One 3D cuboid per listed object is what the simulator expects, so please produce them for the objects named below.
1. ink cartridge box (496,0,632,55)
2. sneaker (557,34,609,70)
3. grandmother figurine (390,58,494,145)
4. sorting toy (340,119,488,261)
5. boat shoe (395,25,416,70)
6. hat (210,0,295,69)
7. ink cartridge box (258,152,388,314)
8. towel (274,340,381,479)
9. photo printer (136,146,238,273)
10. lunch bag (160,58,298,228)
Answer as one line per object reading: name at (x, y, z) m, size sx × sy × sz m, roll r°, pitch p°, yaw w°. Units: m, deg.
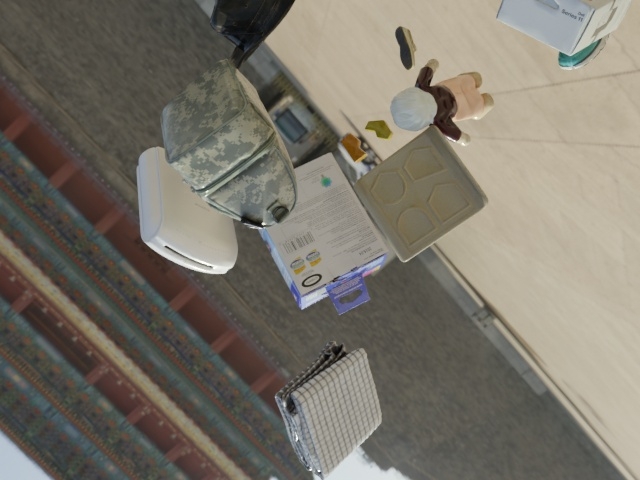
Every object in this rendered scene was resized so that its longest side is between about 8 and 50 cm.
ink cartridge box at (0.420, -0.406, 1.042) m, size 0.153 × 0.208 × 0.087 m, roll 38°, pitch 138°, yaw 23°
sneaker at (0.613, -0.525, 1.428) m, size 0.110 × 0.276 × 0.107 m, roll 29°, pitch 169°, yaw -37°
grandmother figurine at (0.272, -0.302, 1.369) m, size 0.342 × 0.104 × 0.208 m, roll -21°, pitch -105°, yaw -47°
sorting toy at (0.187, -0.138, 1.328) m, size 0.307 × 0.229 × 0.041 m, roll 58°, pitch -161°, yaw 14°
boat shoe at (0.261, -0.568, 1.810) m, size 0.050 × 0.045 × 0.136 m, roll -20°, pitch 80°, yaw 57°
hat at (-0.163, -0.540, 1.365) m, size 0.133 × 0.331 × 0.331 m, roll 33°, pitch -169°, yaw -23°
ink cartridge box at (0.000, 0.000, 1.665) m, size 0.396 × 0.269 × 0.151 m, roll 61°, pitch 169°, yaw 17°
towel at (0.020, 0.418, 1.539) m, size 0.121 × 0.235 × 0.284 m, roll 20°, pitch 135°, yaw 47°
photo printer at (-0.333, -0.064, 1.538) m, size 0.256 × 0.107 × 0.308 m, roll 29°, pitch -146°, yaw -42°
lunch bag at (-0.175, -0.187, 1.279) m, size 0.256 × 0.212 × 0.305 m, roll 46°, pitch -170°, yaw -37°
